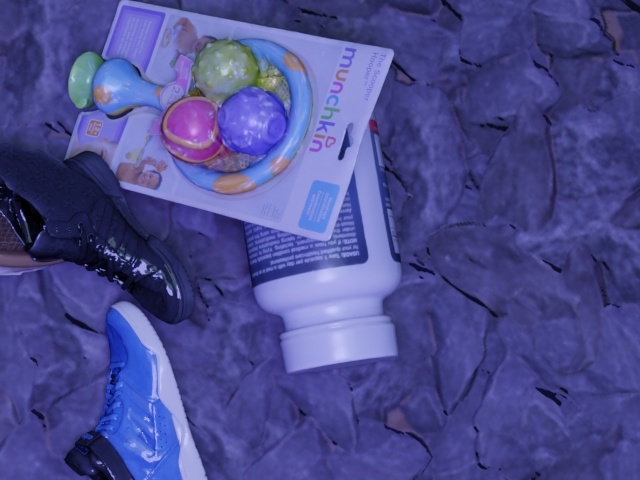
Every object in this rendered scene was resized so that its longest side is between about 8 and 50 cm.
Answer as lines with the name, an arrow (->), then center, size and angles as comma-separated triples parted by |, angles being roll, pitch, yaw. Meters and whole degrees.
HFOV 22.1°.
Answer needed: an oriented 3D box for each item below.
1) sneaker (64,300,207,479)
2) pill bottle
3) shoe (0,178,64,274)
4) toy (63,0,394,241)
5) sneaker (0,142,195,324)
sneaker -> -0.142, 0.123, 1.142 | 0.085, 0.058, 0.152 | -19, 91, -21
pill bottle -> 0.000, 0.000, 1.162 | 0.108, 0.108, 0.180 | -8, 82, -11
shoe -> -0.270, -0.013, 1.143 | 0.219, 0.058, 0.076 | 5, 65, -22
toy -> -0.080, -0.093, 1.120 | 0.237, 0.056, 0.137 | 14, 82, 35
sneaker -> -0.166, -0.001, 1.124 | 0.089, 0.051, 0.170 | -26, 76, -42
